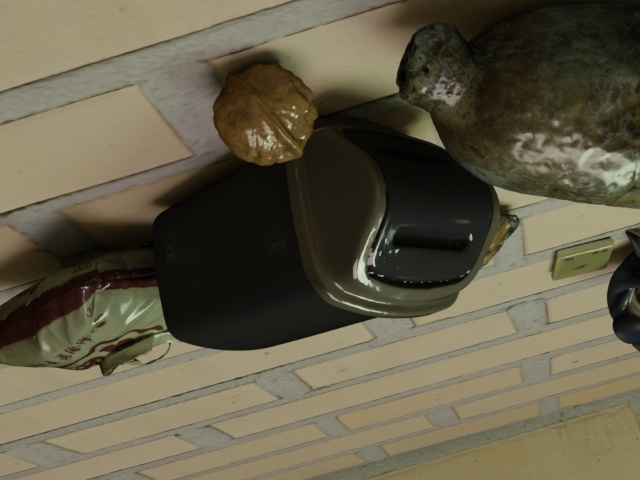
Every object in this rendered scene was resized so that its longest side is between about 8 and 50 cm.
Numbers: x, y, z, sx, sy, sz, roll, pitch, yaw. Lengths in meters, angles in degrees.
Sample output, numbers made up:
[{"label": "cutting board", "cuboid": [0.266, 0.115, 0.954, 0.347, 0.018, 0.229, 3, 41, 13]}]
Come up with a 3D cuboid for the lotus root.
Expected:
[{"label": "lotus root", "cuboid": [0.216, -0.107, 1.159, 0.349, 0.175, 0.175, -2, 159, -26]}]

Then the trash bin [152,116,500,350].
[{"label": "trash bin", "cuboid": [0.000, 0.000, 1.309, 0.290, 0.182, 0.209, -22, 162, 40]}]

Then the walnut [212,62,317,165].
[{"label": "walnut", "cuboid": [-0.043, -0.099, 1.132, 0.079, 0.082, 0.096, -43, 160, -3]}]

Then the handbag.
[{"label": "handbag", "cuboid": [-0.216, 0.074, 1.443, 0.235, 0.127, 0.213, 2, 154, -47]}]

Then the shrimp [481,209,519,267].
[{"label": "shrimp", "cuboid": [0.098, 0.009, 1.608, 0.233, 0.071, 0.365, -30, 158, 17]}]

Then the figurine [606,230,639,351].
[{"label": "figurine", "cuboid": [0.500, 0.061, 1.903, 0.197, 0.175, 0.265, -6, 169, -39]}]

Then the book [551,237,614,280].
[{"label": "book", "cuboid": [0.352, 0.026, 1.922, 0.077, 0.014, 0.111, -13, 162, 1]}]
